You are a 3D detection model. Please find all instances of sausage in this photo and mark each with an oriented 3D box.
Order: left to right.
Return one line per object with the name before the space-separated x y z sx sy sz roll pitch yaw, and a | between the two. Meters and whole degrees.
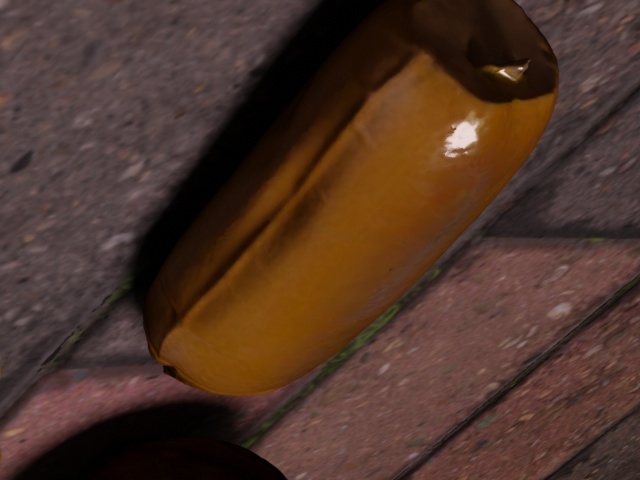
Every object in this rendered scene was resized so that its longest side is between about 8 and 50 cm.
sausage | -0.006 0.000 0.944 0.112 0.112 0.328 -7 151 -40

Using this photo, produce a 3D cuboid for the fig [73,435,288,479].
fig | -0.101 0.232 1.178 0.214 0.235 0.235 28 130 -18
